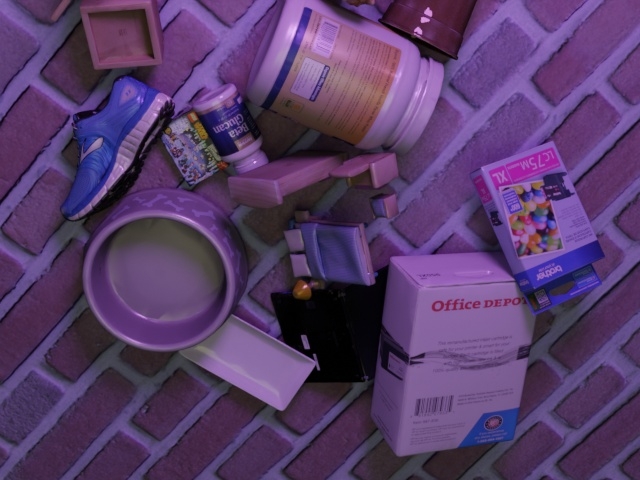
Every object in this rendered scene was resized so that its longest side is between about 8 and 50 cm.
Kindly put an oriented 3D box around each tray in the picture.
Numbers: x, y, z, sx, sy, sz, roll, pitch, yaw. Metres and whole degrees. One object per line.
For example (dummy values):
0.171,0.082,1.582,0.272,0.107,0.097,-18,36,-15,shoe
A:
-0.159,0.251,1.990,0.270,0.030,0.145,31,107,-9,tray

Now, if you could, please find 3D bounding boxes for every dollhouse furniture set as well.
0.000,0.000,1.744,0.198,0.286,0.303,-27,114,-39,dollhouse furniture set

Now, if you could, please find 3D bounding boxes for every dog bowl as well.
-0.323,0.071,1.862,0.349,0.102,0.348,0,109,-1,dog bowl

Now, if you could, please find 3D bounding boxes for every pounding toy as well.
-0.391,-0.424,1.653,0.181,0.094,0.206,-5,131,-1,pounding toy

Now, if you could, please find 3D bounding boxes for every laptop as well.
0.059,0.180,2.002,0.264,0.136,0.234,-5,114,25,laptop

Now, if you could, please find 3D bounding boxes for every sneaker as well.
-0.419,-0.179,1.771,0.147,0.130,0.330,38,110,3,sneaker

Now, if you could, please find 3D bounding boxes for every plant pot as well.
0.215,-0.445,1.687,0.167,0.167,0.165,23,101,-13,plant pot

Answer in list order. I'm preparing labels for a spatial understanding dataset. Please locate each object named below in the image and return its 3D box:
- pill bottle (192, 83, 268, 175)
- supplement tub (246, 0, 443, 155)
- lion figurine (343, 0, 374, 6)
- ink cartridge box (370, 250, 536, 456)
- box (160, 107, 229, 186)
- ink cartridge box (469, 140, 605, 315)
-0.169,-0.211,1.778,0.094,0.094,0.169,-26,112,6,pill bottle
0.044,-0.303,1.685,0.316,0.228,0.228,22,109,-13,supplement tub
0.014,-0.597,1.557,0.142,0.240,0.392,-20,112,4,lion figurine
0.280,0.232,1.929,0.285,0.166,0.394,-3,113,-20,ink cartridge box
-0.254,-0.187,1.817,0.094,0.027,0.137,-28,111,6,box
0.443,-0.027,1.820,0.186,0.065,0.311,-21,86,-20,ink cartridge box
